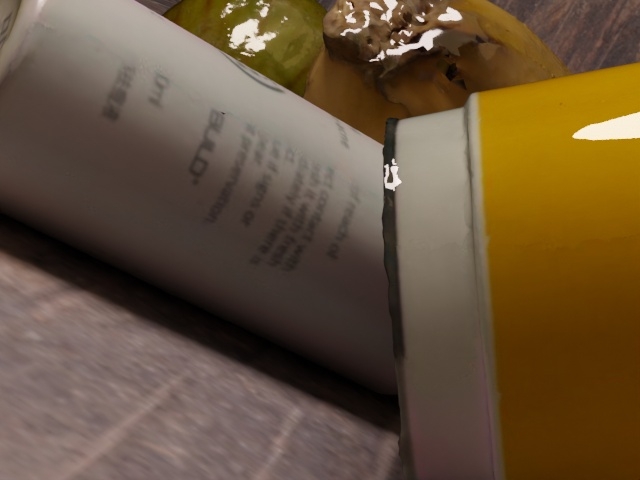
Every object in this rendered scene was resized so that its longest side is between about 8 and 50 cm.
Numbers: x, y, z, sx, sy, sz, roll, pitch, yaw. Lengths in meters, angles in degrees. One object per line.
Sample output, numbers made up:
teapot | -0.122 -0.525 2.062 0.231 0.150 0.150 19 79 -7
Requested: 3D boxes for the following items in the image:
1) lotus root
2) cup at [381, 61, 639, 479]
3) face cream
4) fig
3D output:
lotus root | 0.087 -0.012 0.740 0.303 0.146 0.131 46 -6 -34
cup | 0.163 0.013 0.477 0.279 0.196 0.196 -4 5 6
face cream | 0.000 0.000 0.590 0.311 0.092 0.092 28 9 -28
fig | -0.042 -0.044 0.763 0.124 0.124 0.236 30 31 -17
